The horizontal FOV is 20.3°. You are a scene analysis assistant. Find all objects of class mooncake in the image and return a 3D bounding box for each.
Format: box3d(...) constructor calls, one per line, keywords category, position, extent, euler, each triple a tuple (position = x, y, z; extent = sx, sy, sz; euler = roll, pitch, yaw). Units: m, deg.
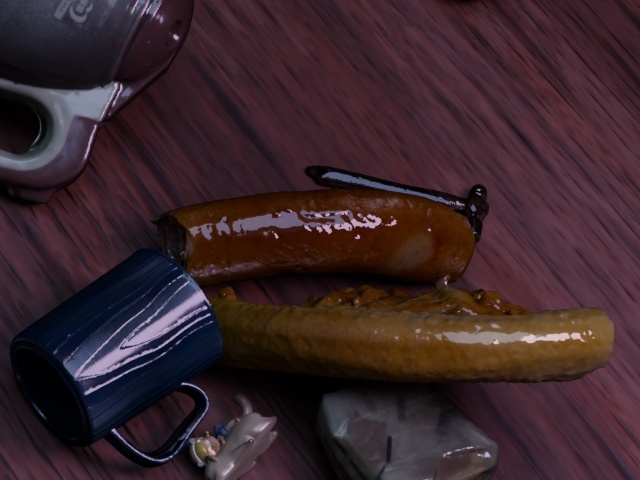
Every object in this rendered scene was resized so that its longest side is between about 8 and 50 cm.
box3d(category="mooncake", position=(0.072, 0.176, 1.494), extent=(0.130, 0.073, 0.125), euler=(-15, 49, -29))

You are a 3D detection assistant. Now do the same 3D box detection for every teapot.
box3d(category="teapot", position=(-0.282, -0.206, 1.587), extent=(0.312, 0.233, 0.315), euler=(27, 82, -4))

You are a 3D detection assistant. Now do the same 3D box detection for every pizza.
box3d(category="pizza", position=(0.065, 0.074, 1.497), extent=(0.365, 0.074, 0.182), euler=(2, 12, 20))

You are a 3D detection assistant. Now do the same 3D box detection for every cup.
box3d(category="cup", position=(-0.157, 0.099, 1.454), extent=(0.150, 0.113, 0.138), euler=(39, 55, 25))

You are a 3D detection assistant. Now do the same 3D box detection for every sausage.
box3d(category="sausage", position=(0.002, -0.002, 1.583), extent=(0.302, 0.103, 0.076), euler=(-1, 65, -18))

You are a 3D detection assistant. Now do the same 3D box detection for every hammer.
box3d(category="hammer", position=(0.073, -0.044, 1.685), extent=(0.178, 0.021, 0.065), euler=(13, 54, -7))

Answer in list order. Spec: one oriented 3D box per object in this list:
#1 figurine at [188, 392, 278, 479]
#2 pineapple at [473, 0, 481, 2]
box3d(category="figurine", position=(-0.076, 0.168, 1.482), extent=(0.050, 0.047, 0.083), euler=(31, 59, 24))
box3d(category="pineapple", position=(0.106, -0.347, 1.862), extent=(0.237, 0.119, 0.111), euler=(41, 99, 17))
